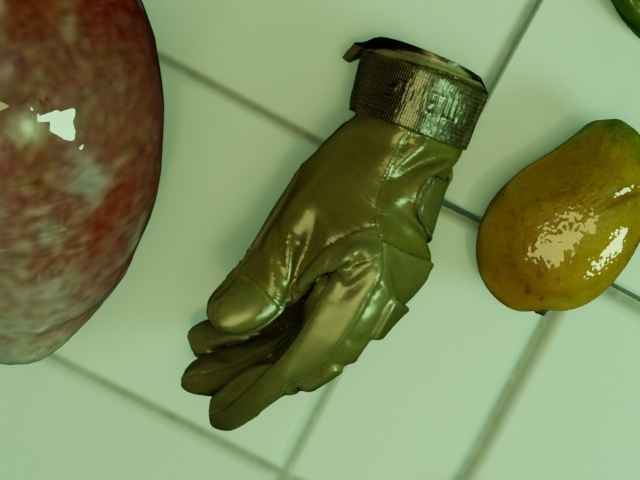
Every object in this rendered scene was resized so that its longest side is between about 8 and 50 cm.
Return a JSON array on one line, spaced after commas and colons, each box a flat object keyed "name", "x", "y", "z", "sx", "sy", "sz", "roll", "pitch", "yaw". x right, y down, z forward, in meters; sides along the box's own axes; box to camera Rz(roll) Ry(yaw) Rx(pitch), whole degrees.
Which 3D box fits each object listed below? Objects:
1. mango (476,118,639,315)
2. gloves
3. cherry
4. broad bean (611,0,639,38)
[{"name": "mango", "x": 0.195, "y": -0.012, "z": 1.531, "sx": 0.165, "sy": 0.089, "sz": 0.115, "roll": -35, "pitch": 89, "yaw": 0}, {"name": "gloves", "x": 0.015, "y": 0.006, "z": 1.495, "sx": 0.141, "sy": 0.154, "sz": 0.331, "roll": 29, "pitch": 89, "yaw": -4}, {"name": "cherry", "x": -0.268, "y": -0.091, "z": 1.401, "sx": 0.326, "sy": 0.291, "sz": 0.335, "roll": 25, "pitch": 142, "yaw": 21}, {"name": "broad bean", "x": 0.232, "y": -0.280, "z": 1.509, "sx": 0.098, "sy": 0.056, "sz": 0.318, "roll": -28, "pitch": 104, "yaw": -4}]
